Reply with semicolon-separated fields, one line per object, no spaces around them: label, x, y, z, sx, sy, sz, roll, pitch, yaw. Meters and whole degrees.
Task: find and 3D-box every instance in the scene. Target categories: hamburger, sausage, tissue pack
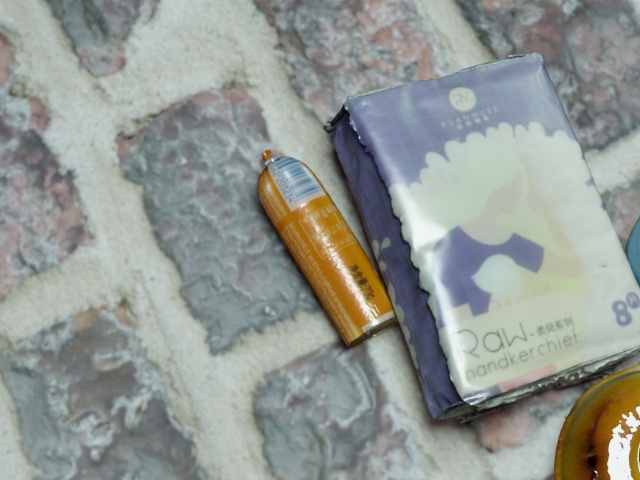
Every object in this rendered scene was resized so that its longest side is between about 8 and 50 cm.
hamburger;0.346;0.232;1.382;0.237;0.147;0.237;-4;69;10
sausage;0.000;0.000;1.476;0.071;0.071;0.234;-30;79;-7
tissue pack;0.175;-0.005;1.430;0.242;0.125;0.343;-16;76;-21

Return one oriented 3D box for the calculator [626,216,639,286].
calculator;0.443;0.005;1.491;0.188;0.042;0.302;41;78;8
